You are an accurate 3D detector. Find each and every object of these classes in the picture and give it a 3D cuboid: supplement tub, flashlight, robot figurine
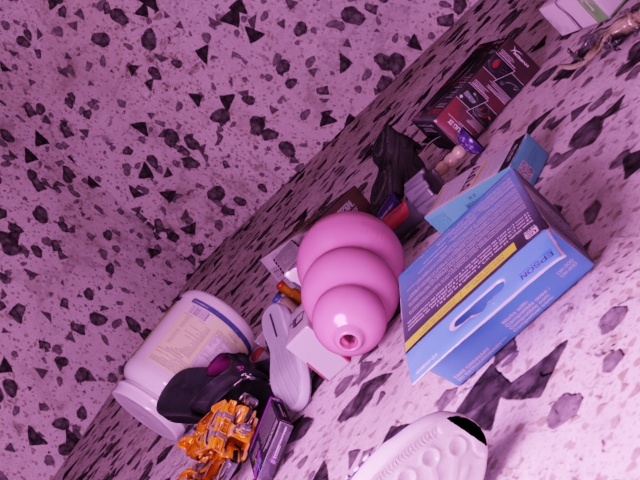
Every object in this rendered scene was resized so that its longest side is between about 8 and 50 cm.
[{"bbox_3d":[-0.341,0.311,2.248,0.324,0.235,0.235,-53,12,-25],"label":"supplement tub"},{"bbox_3d":[0.147,-0.044,1.917,0.304,0.103,0.103,-44,49,40],"label":"flashlight"},{"bbox_3d":[-0.211,0.404,1.728,0.291,0.085,0.211,-48,19,48],"label":"robot figurine"}]

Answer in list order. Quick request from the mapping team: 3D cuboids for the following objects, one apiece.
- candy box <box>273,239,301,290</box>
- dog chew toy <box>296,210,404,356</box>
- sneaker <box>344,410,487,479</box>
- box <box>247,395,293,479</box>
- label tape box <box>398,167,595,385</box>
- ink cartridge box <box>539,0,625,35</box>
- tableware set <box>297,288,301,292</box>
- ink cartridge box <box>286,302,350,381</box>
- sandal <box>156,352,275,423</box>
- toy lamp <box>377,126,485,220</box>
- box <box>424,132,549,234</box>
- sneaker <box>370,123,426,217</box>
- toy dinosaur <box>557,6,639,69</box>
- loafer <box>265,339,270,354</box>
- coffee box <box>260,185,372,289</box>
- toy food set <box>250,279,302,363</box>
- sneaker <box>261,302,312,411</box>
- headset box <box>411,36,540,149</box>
[{"bbox_3d":[-0.014,0.083,1.980,0.071,0.159,0.233,-49,12,0],"label":"candy box"},{"bbox_3d":[0.054,0.086,1.638,0.206,0.207,0.331,-43,19,23],"label":"dog chew toy"},{"bbox_3d":[0.039,0.309,1.055,0.322,0.130,0.236,-54,15,-3],"label":"sneaker"},{"bbox_3d":[-0.090,0.352,1.590,0.162,0.029,0.116,-143,75,-80],"label":"box"},{"bbox_3d":[0.234,0.064,1.223,0.249,0.115,0.347,-45,14,16],"label":"label tape box"},{"bbox_3d":[0.605,-0.555,1.987,0.160,0.092,0.219,-49,11,-6],"label":"ink cartridge box"},{"bbox_3d":[-0.067,0.153,2.309,0.168,0.020,0.141,-53,12,-24],"label":"tableware set"},{"bbox_3d":[-0.002,0.183,1.710,0.063,0.109,0.150,-47,12,16],"label":"ink cartridge box"},{"bbox_3d":[-0.224,0.315,1.917,0.446,0.107,0.167,-16,39,42],"label":"sandal"},{"bbox_3d":[0.236,-0.130,1.976,0.275,0.080,0.080,-44,12,15],"label":"toy lamp"},{"bbox_3d":[0.301,-0.098,1.650,0.244,0.060,0.100,-33,18,53],"label":"box"},{"bbox_3d":[0.193,-0.149,2.136,0.109,0.130,0.286,131,152,-52],"label":"sneaker"},{"bbox_3d":[0.542,-0.382,1.721,0.118,0.064,0.268,-38,1,-44],"label":"toy dinosaur"},{"bbox_3d":[-0.057,0.213,1.902,0.220,0.078,0.080,-35,17,50],"label":"loafer"},{"bbox_3d":[0.000,0.000,2.266,0.168,0.119,0.297,-43,6,-37],"label":"coffee box"},{"bbox_3d":[-0.111,0.207,2.062,0.232,0.104,0.111,-50,11,-11],"label":"toy food set"},{"bbox_3d":[-0.045,0.227,1.750,0.094,0.091,0.258,-46,36,28],"label":"sneaker"},{"bbox_3d":[0.353,-0.334,2.143,0.293,0.110,0.218,-48,11,1],"label":"headset box"}]
